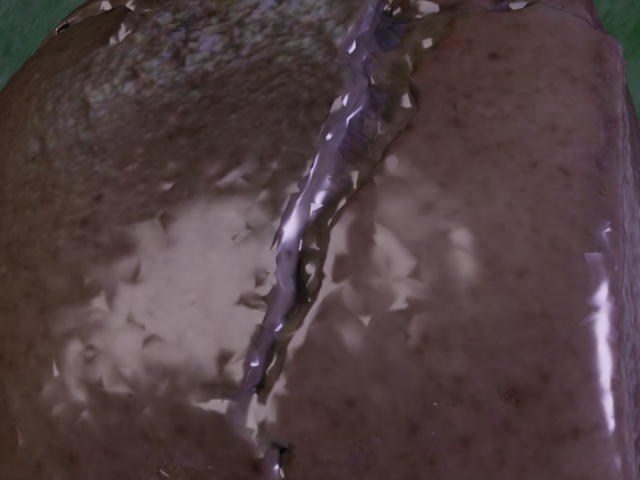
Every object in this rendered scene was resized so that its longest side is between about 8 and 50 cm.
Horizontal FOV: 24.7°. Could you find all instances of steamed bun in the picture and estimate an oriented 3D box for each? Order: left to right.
[{"bbox_3d":[0.000,0.000,0.482,0.251,0.199,0.301,-2,42,7],"label":"steamed bun"}]
